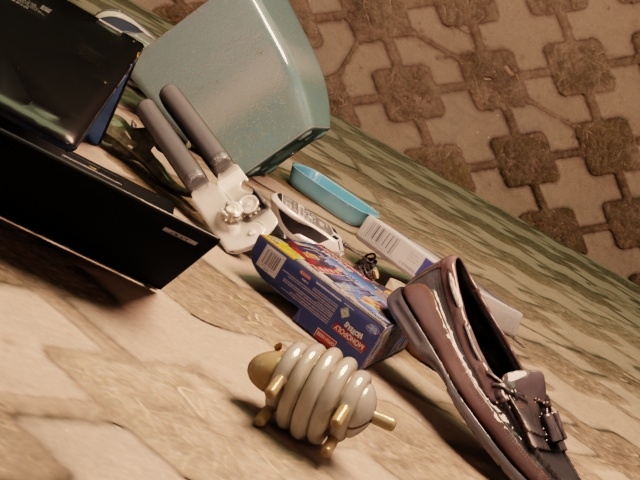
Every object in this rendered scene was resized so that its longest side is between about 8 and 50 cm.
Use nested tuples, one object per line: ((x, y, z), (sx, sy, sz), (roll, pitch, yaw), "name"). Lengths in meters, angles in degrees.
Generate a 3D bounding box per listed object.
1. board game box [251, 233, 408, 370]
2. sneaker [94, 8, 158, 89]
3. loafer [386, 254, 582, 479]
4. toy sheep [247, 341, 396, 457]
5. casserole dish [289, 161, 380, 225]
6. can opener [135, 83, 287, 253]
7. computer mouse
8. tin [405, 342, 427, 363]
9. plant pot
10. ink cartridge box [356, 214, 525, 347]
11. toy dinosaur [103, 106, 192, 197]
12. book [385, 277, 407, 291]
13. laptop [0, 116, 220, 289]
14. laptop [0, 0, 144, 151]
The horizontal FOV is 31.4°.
((0.033, 0.074, 1.325), (0.194, 0.060, 0.194), (37, 12, 28), "board game box")
((-0.280, -0.291, 2.058), (0.319, 0.112, 0.131), (25, 31, -20), "sneaker")
((0.182, 0.141, 1.182), (0.302, 0.095, 0.109), (54, 16, 30), "loafer")
((0.000, 0.129, 0.941), (0.132, 0.091, 0.091), (27, 11, 9), "toy sheep")
((0.020, -0.076, 2.004), (0.188, 0.037, 0.114), (34, 12, 21), "casserole dish")
((-0.143, -0.082, 1.436), (0.280, 0.074, 0.093), (53, -9, 27), "can opener")
((0.000, 0.000, 1.618), (0.193, 0.042, 0.106), (35, 15, -10), "computer mouse")
((0.152, 0.125, 1.468), (0.106, 0.040, 0.190), (34, 13, -2), "tin")
((-0.121, -0.244, 1.865), (0.252, 0.247, 0.248), (58, 14, 3), "plant pot")
((0.190, 0.060, 1.683), (0.223, 0.045, 0.224), (37, 5, 39), "ink cartridge box")
((-0.240, -0.130, 1.524), (0.268, 0.064, 0.118), (38, 13, 7), "toy dinosaur")
((0.168, 0.097, 1.645), (0.144, 0.035, 0.096), (20, 14, -48), "book")
((-0.221, -0.067, 1.068), (0.234, 0.137, 0.264), (28, 26, -17), "laptop")
((-0.419, -0.197, 1.237), (0.381, 0.236, 0.408), (28, 30, -9), "laptop")
